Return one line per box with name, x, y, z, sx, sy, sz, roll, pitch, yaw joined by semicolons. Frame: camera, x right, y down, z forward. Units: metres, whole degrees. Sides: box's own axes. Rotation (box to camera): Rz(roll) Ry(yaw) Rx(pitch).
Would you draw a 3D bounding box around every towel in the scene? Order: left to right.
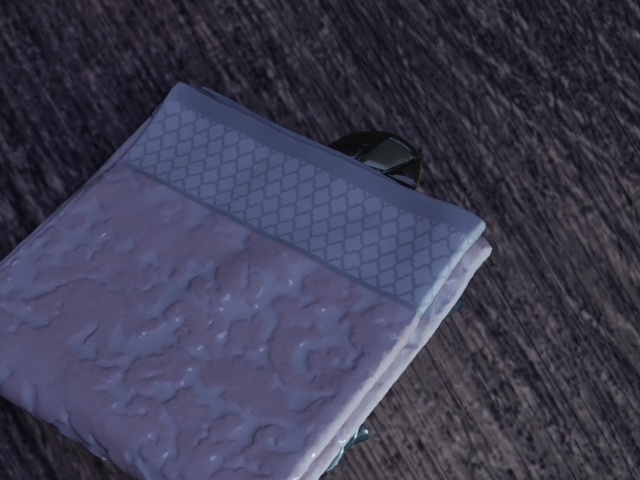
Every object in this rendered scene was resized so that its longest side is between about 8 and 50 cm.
towel;-0.083;0.041;1.471;0.332;0.053;0.317;27;64;30

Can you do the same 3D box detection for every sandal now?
sandal;0.000;0.000;1.609;0.090;0.060;0.219;32;90;-2

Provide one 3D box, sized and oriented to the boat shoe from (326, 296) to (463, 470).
boat shoe;0.006;0.131;1.558;0.091;0.114;0.302;38;75;0
